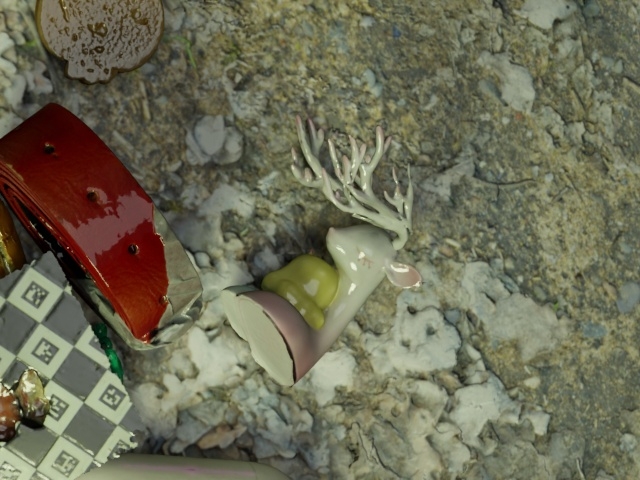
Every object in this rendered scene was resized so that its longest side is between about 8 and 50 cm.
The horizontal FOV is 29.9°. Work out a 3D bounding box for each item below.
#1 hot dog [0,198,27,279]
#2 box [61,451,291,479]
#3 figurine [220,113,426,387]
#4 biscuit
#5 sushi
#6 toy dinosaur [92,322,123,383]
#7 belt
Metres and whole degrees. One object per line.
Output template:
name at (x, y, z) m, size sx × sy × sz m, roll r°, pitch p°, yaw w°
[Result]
hot dog at (-0.430, 0.013, 1.494) m, size 0.115 × 0.072 × 0.269 m, roll -31°, pitch 100°, yaw -30°
box at (-0.193, 0.423, 1.546) m, size 0.349 × 0.141 × 0.289 m, roll 10°, pitch 82°, yaw -24°
figurine at (0.010, 0.004, 1.630) m, size 0.315 × 0.206 × 0.284 m, roll -42°, pitch 115°, yaw -25°
biscuit at (-0.293, -0.283, 1.579) m, size 0.170 × 0.050 × 0.170 m, roll -2°, pitch 97°, yaw -22°
sushi at (-0.393, 0.197, 1.472) m, size 0.290 × 0.050 × 0.264 m, roll -29°, pitch 94°, yaw -8°
toy dinosaur at (-0.280, 0.167, 1.539) m, size 0.059 × 0.132 × 0.096 m, roll -20°, pitch 51°, yaw -22°
belt at (-0.274, -0.010, 1.479) m, size 0.115 × 0.227 × 0.324 m, roll -40°, pitch 98°, yaw -18°
